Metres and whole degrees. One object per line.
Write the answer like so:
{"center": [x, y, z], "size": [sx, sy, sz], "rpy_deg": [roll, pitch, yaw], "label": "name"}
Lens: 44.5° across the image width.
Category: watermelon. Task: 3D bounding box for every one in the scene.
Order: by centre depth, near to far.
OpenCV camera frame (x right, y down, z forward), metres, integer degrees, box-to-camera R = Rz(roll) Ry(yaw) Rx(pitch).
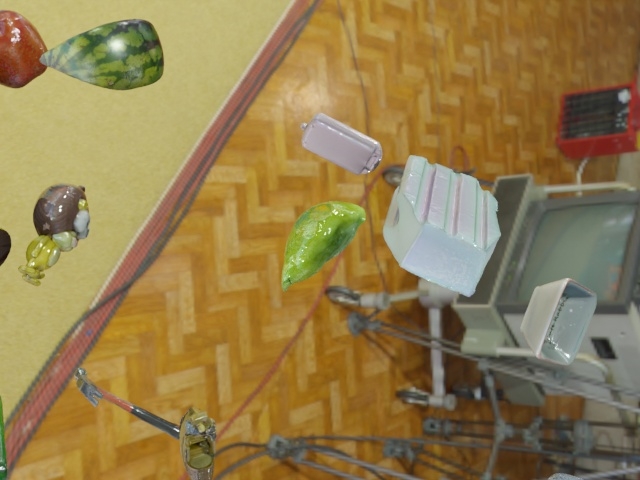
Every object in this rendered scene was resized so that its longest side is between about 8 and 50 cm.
{"center": [-0.233, -0.228, 0.916], "size": [0.163, 0.087, 0.069], "rpy_deg": [-34, 151, -54], "label": "watermelon"}

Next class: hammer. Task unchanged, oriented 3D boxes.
{"center": [-0.434, 0.385, 1.796], "size": [0.287, 0.111, 0.033], "rpy_deg": [37, 89, -30], "label": "hammer"}

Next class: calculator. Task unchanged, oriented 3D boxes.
{"center": [0.039, -0.190, 1.551], "size": [0.175, 0.100, 0.032], "rpy_deg": [27, 55, -5], "label": "calculator"}

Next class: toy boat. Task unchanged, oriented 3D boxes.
{"center": [-0.158, 0.269, 1.023], "size": [0.047, 0.049, 0.149], "rpy_deg": [-14, 134, -23], "label": "toy boat"}

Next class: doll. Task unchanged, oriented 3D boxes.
{"center": [-0.446, -0.011, 1.333], "size": [0.145, 0.096, 0.188], "rpy_deg": [80, 25, -82], "label": "doll"}

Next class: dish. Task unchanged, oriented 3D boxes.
{"center": [0.447, 0.151, 1.476], "size": [0.234, 0.064, 0.154], "rpy_deg": [22, 89, -52], "label": "dish"}

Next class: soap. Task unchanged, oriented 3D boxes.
{"center": [0.167, -0.024, 1.097], "size": [0.230, 0.145, 0.091], "rpy_deg": [-65, 177, -61], "label": "soap"}

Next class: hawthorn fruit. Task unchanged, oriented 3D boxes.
{"center": [-0.569, -0.351, 1.416], "size": [0.138, 0.132, 0.133], "rpy_deg": [92, 20, -56], "label": "hawthorn fruit"}

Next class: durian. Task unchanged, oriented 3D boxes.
{"center": [0.000, 0.000, 1.692], "size": [0.250, 0.101, 0.139], "rpy_deg": [-42, 132, -30], "label": "durian"}

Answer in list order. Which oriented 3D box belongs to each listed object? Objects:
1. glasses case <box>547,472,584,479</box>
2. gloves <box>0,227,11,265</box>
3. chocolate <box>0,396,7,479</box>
{"center": [0.449, 0.433, 1.130], "size": [0.067, 0.282, 0.109], "rpy_deg": [-59, 176, 22], "label": "glasses case"}
{"center": [-0.773, -0.050, 1.606], "size": [0.116, 0.294, 0.133], "rpy_deg": [-11, 132, -60], "label": "gloves"}
{"center": [-0.686, 0.330, 1.153], "size": [0.360, 0.341, 0.161], "rpy_deg": [23, 36, -28], "label": "chocolate"}
